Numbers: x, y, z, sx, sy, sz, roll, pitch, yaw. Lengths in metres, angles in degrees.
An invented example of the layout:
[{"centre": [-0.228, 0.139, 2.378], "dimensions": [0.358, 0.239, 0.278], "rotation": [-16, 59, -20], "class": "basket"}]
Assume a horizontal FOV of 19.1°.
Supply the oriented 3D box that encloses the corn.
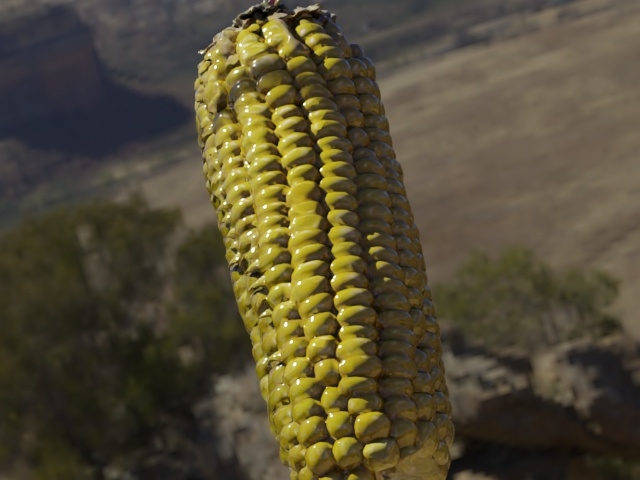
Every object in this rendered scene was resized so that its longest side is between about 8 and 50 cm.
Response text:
[{"centre": [0.000, 0.000, 0.986], "dimensions": [0.115, 0.317, 0.115], "rotation": [-10, -36, -7], "class": "corn"}]
